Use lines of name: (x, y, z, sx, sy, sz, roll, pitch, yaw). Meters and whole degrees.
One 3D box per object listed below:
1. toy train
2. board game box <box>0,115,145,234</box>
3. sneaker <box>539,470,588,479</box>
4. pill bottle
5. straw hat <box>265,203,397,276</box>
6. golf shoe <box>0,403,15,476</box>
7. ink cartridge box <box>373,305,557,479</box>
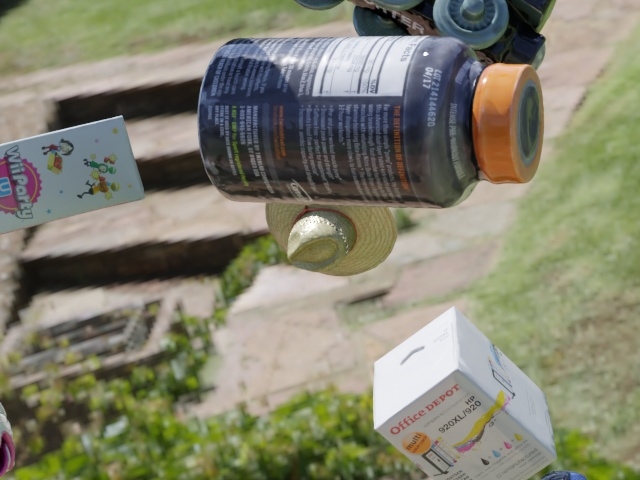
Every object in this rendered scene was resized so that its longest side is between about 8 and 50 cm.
toy train: (0.104, -0.297, 1.533, 0.190, 0.334, 0.142, -57, -9, -17)
board game box: (-0.368, -0.048, 1.598, 0.303, 0.098, 0.224, -17, 5, -20)
sneaker: (0.311, 0.335, 1.461, 0.129, 0.330, 0.147, -2, 42, 50)
pill bottle: (0.041, -0.089, 1.111, 0.245, 0.130, 0.130, 3, 24, 24)
straw hat: (0.000, 0.000, 1.481, 0.144, 0.144, 0.061, -6, 35, 28)
golf shoe: (-0.434, 0.255, 1.831, 0.115, 0.140, 0.306, -29, -20, -13)
ink cartridge box: (0.216, 0.259, 2.245, 0.171, 0.232, 0.168, -39, 23, 22)
